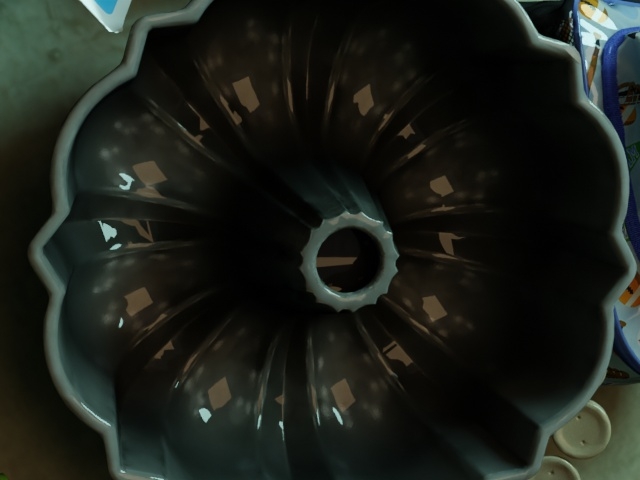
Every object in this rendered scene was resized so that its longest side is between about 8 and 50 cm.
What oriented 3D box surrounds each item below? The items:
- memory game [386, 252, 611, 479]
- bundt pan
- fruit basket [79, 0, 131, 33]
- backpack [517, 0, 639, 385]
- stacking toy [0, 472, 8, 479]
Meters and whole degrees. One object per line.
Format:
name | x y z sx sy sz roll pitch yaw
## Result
memory game | 0.088 0.100 0.943 0.186 0.012 0.186 0 92 6
bundt pan | 0.000 0.000 0.847 0.330 0.124 0.331 -3 101 -14
fruit basket | -0.172 -0.325 0.763 0.353 0.165 0.327 44 35 -28
backpack | 0.219 -0.032 1.019 0.276 0.213 0.264 -5 97 -39
stacking toy | -0.226 0.226 0.747 0.167 0.052 0.221 2 81 -35
